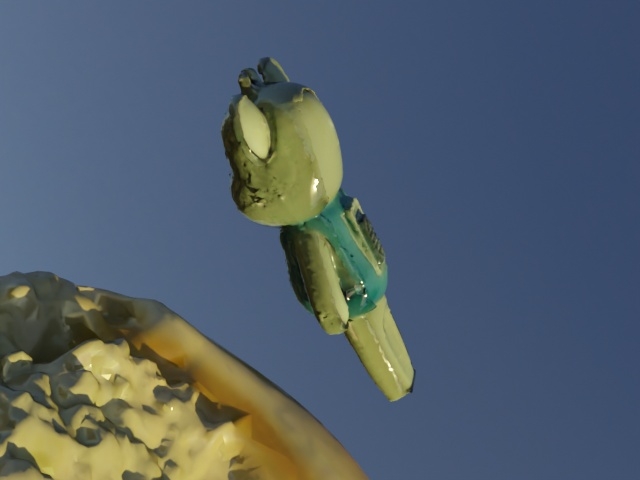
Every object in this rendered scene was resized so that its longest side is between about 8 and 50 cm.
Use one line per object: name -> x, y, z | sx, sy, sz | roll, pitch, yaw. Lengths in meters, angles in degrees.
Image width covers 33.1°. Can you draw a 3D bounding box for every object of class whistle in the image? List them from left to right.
whistle -> 0.000, 0.000, 0.674 | 0.077, 0.114, 0.235 | -19, -68, 18

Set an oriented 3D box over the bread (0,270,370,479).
bread -> -0.150, 0.186, 0.362 | 0.245, 0.424, 0.329 | -29, -90, 39
